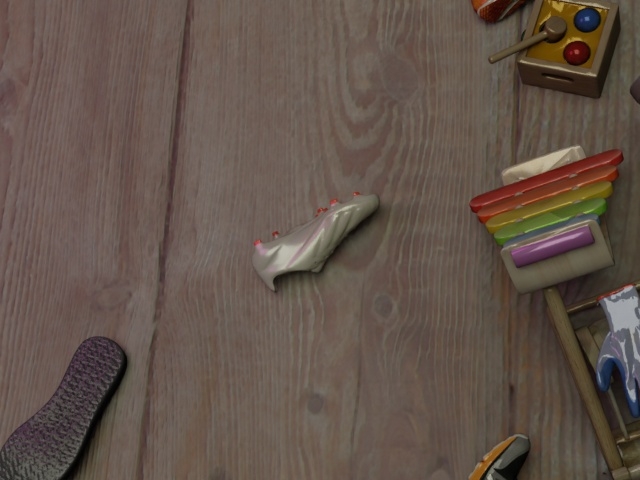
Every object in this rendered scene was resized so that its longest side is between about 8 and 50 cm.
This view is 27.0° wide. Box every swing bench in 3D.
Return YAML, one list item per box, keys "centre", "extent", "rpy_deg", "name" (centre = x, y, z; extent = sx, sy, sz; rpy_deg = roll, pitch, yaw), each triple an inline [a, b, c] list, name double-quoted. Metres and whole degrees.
- centre: [0.429, 0.140, 1.592]
  extent: [0.253, 0.165, 0.254]
  rpy_deg: [-21, 74, 7]
  name: "swing bench"

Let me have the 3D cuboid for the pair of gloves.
- centre: [0.402, 0.111, 1.507]
  extent: [0.198, 0.023, 0.159]
  rpy_deg: [-19, 73, 8]
  name: "pair of gloves"

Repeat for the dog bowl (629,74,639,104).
- centre: [0.550, -0.210, 1.586]
  extent: [0.349, 0.349, 0.102]
  rpy_deg: [-25, 81, 6]
  name: "dog bowl"

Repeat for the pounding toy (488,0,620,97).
- centre: [0.315, -0.263, 1.784]
  extent: [0.141, 0.100, 0.130]
  rpy_deg: [14, 76, 19]
  name: "pounding toy"

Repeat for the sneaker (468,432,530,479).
- centre: [0.204, 0.334, 1.632]
  extent: [0.083, 0.084, 0.214]
  rpy_deg: [31, 91, 18]
  name: "sneaker"

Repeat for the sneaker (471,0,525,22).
- centre: [0.288, -0.370, 1.849]
  extent: [0.175, 0.064, 0.067]
  rpy_deg: [-23, 58, 4]
  name: "sneaker"

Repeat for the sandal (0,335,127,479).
- centre: [-0.346, 0.252, 1.823]
  extent: [0.097, 0.054, 0.254]
  rpy_deg: [31, 73, 15]
  name: "sandal"

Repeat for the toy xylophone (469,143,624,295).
- centre: [0.314, -0.035, 1.632]
  extent: [0.236, 0.322, 0.081]
  rpy_deg: [-21, 106, 6]
  name: "toy xylophone"

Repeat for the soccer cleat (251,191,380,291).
- centre: [0.000, 0.000, 1.806]
  extent: [0.196, 0.068, 0.076]
  rpy_deg: [-28, 82, 6]
  name: "soccer cleat"
